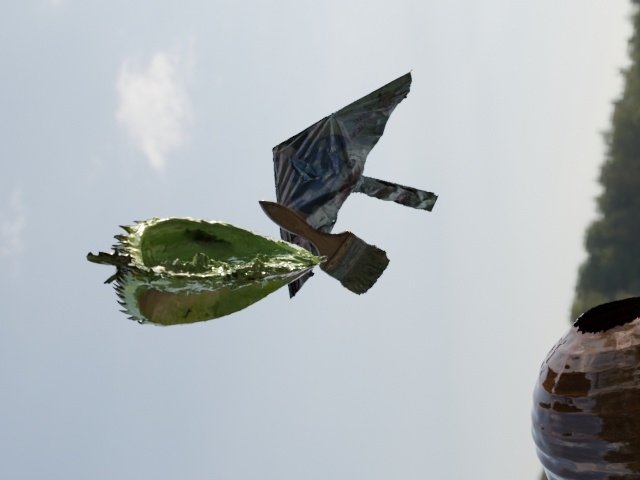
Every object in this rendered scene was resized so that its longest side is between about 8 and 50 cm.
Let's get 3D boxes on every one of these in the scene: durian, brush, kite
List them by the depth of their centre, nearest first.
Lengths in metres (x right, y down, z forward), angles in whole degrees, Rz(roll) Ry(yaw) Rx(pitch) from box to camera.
[{"bbox_3d":[-0.099,0.019,0.821,0.215,0.100,0.086,-3,-97,-41],"label":"durian"},{"bbox_3d":[0.000,0.000,1.355,0.070,0.196,0.021,-53,26,9],"label":"brush"},{"bbox_3d":[0.032,-0.076,1.394,0.011,0.314,0.335,28,-93,-44],"label":"kite"}]

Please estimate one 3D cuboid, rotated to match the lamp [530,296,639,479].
[{"bbox_3d":[0.175,0.092,0.552,0.136,0.136,0.136,10,-90,-69],"label":"lamp"}]
